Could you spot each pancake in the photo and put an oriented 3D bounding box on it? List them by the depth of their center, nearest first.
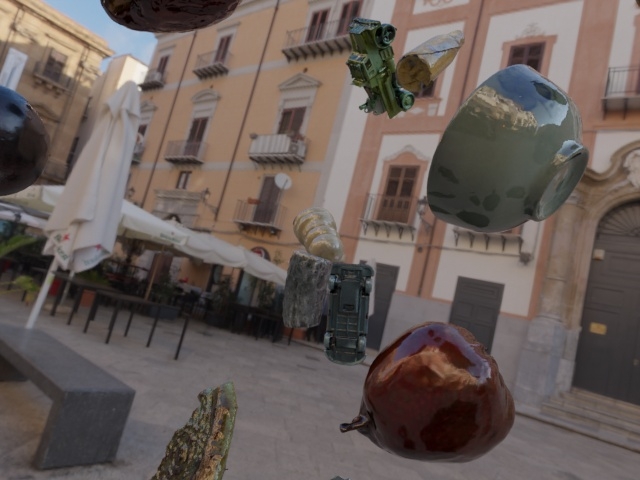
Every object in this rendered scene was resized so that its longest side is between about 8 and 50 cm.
[{"bbox_3d":[-0.322,0.531,0.997,0.067,0.426,0.305,41,-22,-29],"label":"pancake"}]

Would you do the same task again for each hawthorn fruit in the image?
[{"bbox_3d":[0.243,0.337,0.916,0.309,0.324,0.308,33,5,-3],"label":"hawthorn fruit"}]

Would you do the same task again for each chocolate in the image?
[{"bbox_3d":[0.238,-0.386,0.880,0.086,0.219,0.085,27,-38,23],"label":"chocolate"}]

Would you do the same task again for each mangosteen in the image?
[{"bbox_3d":[-0.583,-0.172,0.706,0.194,0.193,0.231,9,6,31],"label":"mangosteen"}]

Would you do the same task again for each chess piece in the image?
[{"bbox_3d":[0.000,0.000,1.333,0.143,0.142,0.260,16,21,-19],"label":"chess piece"}]

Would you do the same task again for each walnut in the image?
[{"bbox_3d":[-0.270,-0.511,0.768,0.222,0.269,0.243,29,-38,30],"label":"walnut"}]

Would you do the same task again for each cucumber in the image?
[{"bbox_3d":[-0.022,0.072,0.608,0.064,0.111,0.064,12,0,0],"label":"cucumber"}]

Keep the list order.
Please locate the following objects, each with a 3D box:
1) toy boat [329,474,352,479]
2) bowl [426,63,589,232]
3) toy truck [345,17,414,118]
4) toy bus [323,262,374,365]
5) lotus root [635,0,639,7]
[{"bbox_3d":[0.136,0.720,1.124,0.291,0.067,0.221,43,-46,-14],"label":"toy boat"},{"bbox_3d":[0.327,-0.120,0.691,0.289,0.289,0.146,22,15,-50],"label":"bowl"},{"bbox_3d":[0.140,-0.439,1.116,0.128,0.135,0.259,41,-18,46],"label":"toy truck"},{"bbox_3d":[0.075,0.188,1.129,0.122,0.264,0.120,3,3,6],"label":"toy bus"},{"bbox_3d":[0.575,-0.480,0.644,0.146,0.283,0.160,-6,26,-11],"label":"lotus root"}]
